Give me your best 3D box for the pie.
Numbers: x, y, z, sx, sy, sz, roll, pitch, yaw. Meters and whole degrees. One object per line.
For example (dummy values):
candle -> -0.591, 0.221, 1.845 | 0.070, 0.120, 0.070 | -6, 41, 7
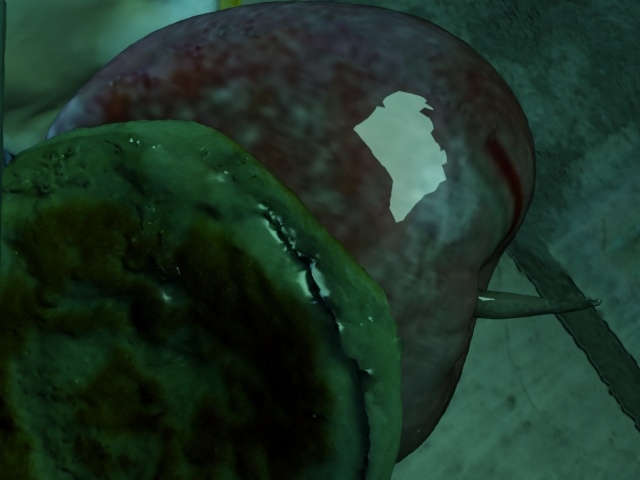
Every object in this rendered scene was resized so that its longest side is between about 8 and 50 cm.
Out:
pie -> -0.076, 0.062, 0.596 | 0.240, 0.240, 0.054 | 50, 25, 4

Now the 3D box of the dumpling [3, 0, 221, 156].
dumpling -> -0.185, -0.209, 0.707 | 0.318, 0.243, 0.187 | 59, 15, -3

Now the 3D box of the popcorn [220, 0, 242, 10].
popcorn -> -0.091, -0.161, 0.871 | 0.084, 0.084, 0.084 | 19, 51, -25

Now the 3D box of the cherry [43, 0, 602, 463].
cherry -> 0.000, 0.000, 0.696 | 0.285, 0.213, 0.236 | 13, 82, 5

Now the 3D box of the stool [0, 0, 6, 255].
stool -> -0.247, 0.050, 0.448 | 0.297, 0.297, 0.330 | 8, 60, -32
